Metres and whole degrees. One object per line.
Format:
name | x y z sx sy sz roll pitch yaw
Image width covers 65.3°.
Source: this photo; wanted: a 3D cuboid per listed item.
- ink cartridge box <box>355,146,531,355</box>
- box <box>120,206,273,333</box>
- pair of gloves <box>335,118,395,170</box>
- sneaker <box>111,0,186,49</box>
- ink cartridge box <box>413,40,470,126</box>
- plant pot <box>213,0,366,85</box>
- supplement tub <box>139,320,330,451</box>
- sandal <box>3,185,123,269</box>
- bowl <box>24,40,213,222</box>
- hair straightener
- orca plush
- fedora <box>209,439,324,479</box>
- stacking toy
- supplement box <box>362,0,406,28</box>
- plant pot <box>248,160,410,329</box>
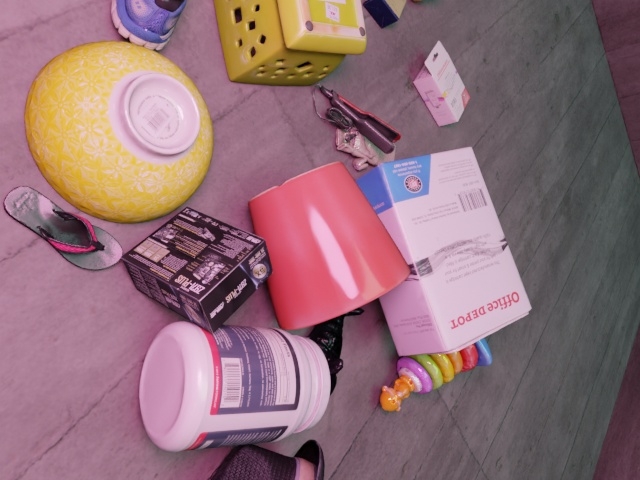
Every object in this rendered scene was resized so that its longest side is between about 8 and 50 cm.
ink cartridge box | 0.255 0.021 1.100 0.285 0.166 0.395 -15 83 -32
box | -0.192 0.040 0.791 0.147 0.180 0.078 -46 144 -35
pair of gloves | 0.107 -0.160 1.181 0.204 0.042 0.240 21 72 -39
sneaker | -0.248 -0.483 0.803 0.129 0.147 0.330 7 76 -42
ink cartridge box | 0.330 -0.434 1.386 0.198 0.067 0.115 50 56 -30
plant pot | -0.049 -0.435 0.947 0.228 0.207 0.227 -14 97 -41
supplement tub | -0.137 0.238 0.828 0.272 0.191 0.191 14 78 -41
sandal | -0.372 -0.013 0.733 0.179 0.040 0.067 41 61 -33
bowl | -0.272 -0.175 0.759 0.289 0.156 0.290 3 85 -42
hair straightener | 0.074 -0.267 1.115 0.230 0.047 0.089 35 61 -14
orca plush | 0.026 0.252 1.036 0.151 0.102 0.287 54 55 -25
fedora | -0.128 0.463 0.814 0.152 0.334 0.334 29 64 -5
stacking toy | 0.254 0.313 1.225 0.301 0.165 0.175 -35 94 -26
supplement box | 0.163 -0.600 1.251 0.083 0.056 0.083 37 64 -34
plant pot | 0.000 0.000 0.939 0.274 0.274 0.243 -25 93 -41
